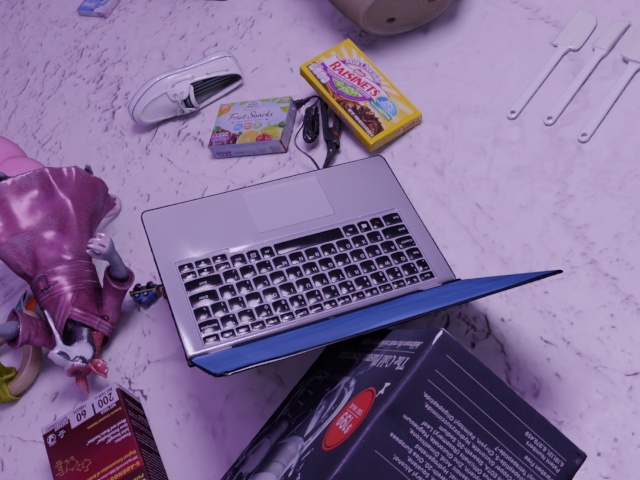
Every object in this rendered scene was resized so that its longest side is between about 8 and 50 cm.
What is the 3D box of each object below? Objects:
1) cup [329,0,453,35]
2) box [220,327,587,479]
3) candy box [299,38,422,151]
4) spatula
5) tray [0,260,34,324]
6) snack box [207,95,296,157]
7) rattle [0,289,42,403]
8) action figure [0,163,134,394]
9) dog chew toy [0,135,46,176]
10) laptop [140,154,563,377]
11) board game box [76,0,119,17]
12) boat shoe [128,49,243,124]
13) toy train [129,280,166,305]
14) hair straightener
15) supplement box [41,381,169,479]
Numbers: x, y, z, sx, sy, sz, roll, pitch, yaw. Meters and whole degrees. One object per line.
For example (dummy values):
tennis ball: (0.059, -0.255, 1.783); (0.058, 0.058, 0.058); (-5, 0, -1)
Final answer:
cup: (0.115, -0.494, 1.324); (0.330, 0.331, 0.237); (-19, 76, 11)
box: (0.030, 0.260, 0.775); (0.179, 0.343, 0.313); (40, 75, -6)
candy box: (0.064, -0.242, 1.285); (0.105, 0.027, 0.206); (-31, 63, -16)
spatula: (0.407, -0.258, 1.190); (0.168, 0.019, 0.242); (28, 72, 34)
tray: (-0.552, 0.078, 1.367); (0.270, 0.030, 0.145); (-41, 52, -7)
snack box: (-0.118, -0.198, 1.363); (0.141, 0.037, 0.100); (-3, 55, 22)
rattle: (-0.509, 0.144, 1.229); (0.130, 0.142, 0.200); (7, 69, 40)
action figure: (-0.413, 0.070, 1.228); (0.248, 0.276, 0.370); (-21, 75, -3)
dog chew toy: (-0.625, -0.111, 1.429); (0.331, 0.207, 0.207); (15, 64, 22)
laptop: (0.000, 0.000, 0.965); (0.381, 0.236, 0.408); (-14, 54, -16)
board game box: (-0.497, -0.548, 1.779); (0.090, 0.020, 0.090); (13, 65, 30)
boat shoe: (-0.249, -0.275, 1.443); (0.226, 0.083, 0.076); (-33, 50, -1)
toy train: (-0.231, 0.078, 1.231); (0.158, 0.027, 0.036); (-10, 65, 16)
hair straightener: (-0.004, -0.213, 1.321); (0.088, 0.047, 0.231); (-1, 62, 10)
supplement box: (-0.280, 0.326, 1.051); (0.130, 0.073, 0.239); (-33, 52, -1)
